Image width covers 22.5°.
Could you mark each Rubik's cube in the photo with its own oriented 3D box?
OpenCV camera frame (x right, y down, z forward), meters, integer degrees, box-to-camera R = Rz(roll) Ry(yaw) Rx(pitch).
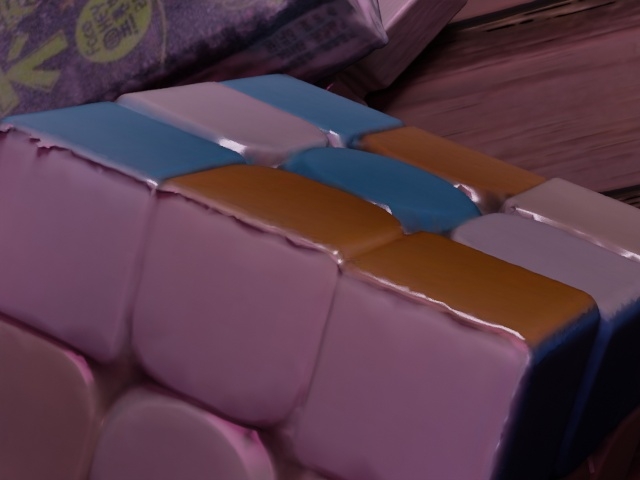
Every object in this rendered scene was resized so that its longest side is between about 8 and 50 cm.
[{"bbox_3d":[-0.006,0.116,1.008,0.346,0.344,0.347,25,111,22],"label":"Rubik's cube"}]

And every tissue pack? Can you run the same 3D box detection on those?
[{"bbox_3d":[-0.162,-0.193,1.261,0.394,0.124,0.288,-25,53,17],"label":"tissue pack"}]

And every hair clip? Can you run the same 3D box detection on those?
[{"bbox_3d":[-0.032,-0.105,1.266,0.331,0.085,0.101,-44,54,4],"label":"hair clip"}]
